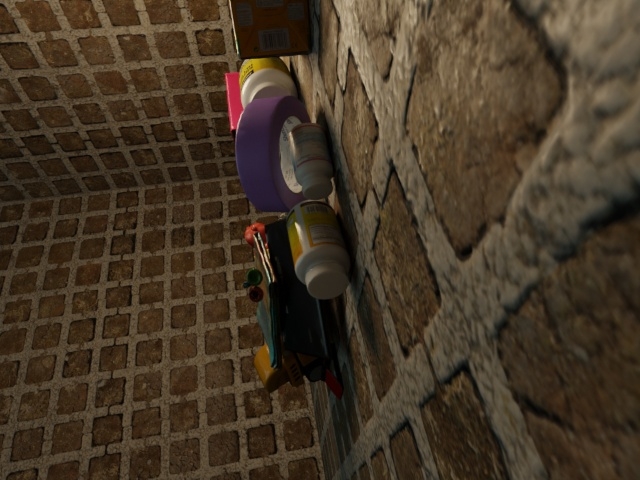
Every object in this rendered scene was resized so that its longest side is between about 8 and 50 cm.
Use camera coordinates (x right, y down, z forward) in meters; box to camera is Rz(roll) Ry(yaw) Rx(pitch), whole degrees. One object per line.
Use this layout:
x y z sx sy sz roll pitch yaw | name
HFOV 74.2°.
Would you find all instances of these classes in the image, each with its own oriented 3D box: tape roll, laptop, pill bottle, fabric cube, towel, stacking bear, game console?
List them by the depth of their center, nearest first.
-0.004 0.017 0.905 0.215 0.117 0.117 -105 10 -46 | pill bottle
-0.019 -0.174 0.937 0.087 0.087 0.160 97 163 -64 | pill bottle
-0.098 -0.207 1.037 0.274 0.090 0.275 1 -90 -70 | tape roll
-0.014 0.119 1.277 0.407 0.236 0.382 -13 87 59 | laptop
0.048 0.413 1.333 0.144 0.085 0.124 94 -163 -56 | game console
-0.174 0.195 1.352 0.271 0.040 0.371 -120 26 -51 | towel
-0.177 -0.504 1.432 0.334 0.187 0.188 -107 12 -52 | pill bottle
-0.213 0.051 1.819 0.289 0.164 0.175 55 164 -11 | stacking bear
-0.297 -0.614 1.985 0.254 0.258 0.259 150 113 -83 | fabric cube

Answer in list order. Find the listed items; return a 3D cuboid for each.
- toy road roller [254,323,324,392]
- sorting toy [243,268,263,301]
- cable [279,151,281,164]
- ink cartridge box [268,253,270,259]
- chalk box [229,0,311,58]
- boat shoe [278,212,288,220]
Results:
-0.132 0.405 1.549 0.202 0.240 0.330 44 155 49 | toy road roller
-0.190 0.129 1.243 0.042 0.061 0.102 -22 -64 -71 | sorting toy
-0.111 -0.246 1.629 0.139 0.072 0.287 -44 61 38 | cable
-0.117 0.071 1.536 0.218 0.092 0.159 -55 -22 -36 | ink cartridge box
-0.137 -0.567 1.087 0.289 0.180 0.179 -116 19 -64 | chalk box
-0.151 -0.040 1.885 0.233 0.083 0.079 90 -172 -62 | boat shoe
